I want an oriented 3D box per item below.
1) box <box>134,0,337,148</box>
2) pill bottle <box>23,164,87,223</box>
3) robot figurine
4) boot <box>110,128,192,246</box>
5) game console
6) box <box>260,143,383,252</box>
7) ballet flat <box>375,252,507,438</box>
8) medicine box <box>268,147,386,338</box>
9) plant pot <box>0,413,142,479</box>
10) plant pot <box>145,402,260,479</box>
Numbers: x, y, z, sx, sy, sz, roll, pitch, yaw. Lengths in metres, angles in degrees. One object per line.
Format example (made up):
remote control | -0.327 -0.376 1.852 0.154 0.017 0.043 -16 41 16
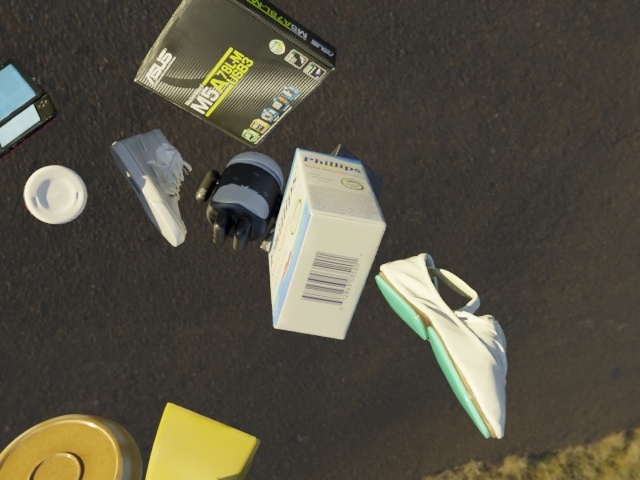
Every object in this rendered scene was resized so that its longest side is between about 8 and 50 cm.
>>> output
box | -0.107 -0.217 0.854 0.184 0.045 0.190 27 140 -26
pill bottle | -0.513 -0.087 1.326 0.108 0.180 0.108 -1 93 -24
robot figurine | -0.203 -0.108 1.860 0.173 0.278 0.209 -16 134 41
boot | -0.311 -0.118 1.399 0.123 0.258 0.095 -29 166 -23
game console | -0.551 -0.229 1.204 0.144 0.124 0.085 -38 138 -3
box | 0.005 -0.065 1.624 0.143 0.165 0.270 38 116 -10
ballet flat | 0.222 0.142 1.140 0.139 0.400 0.139 -11 125 -16
medicine box | 0.000 0.000 1.373 0.149 0.289 0.264 11 118 -13
plant pot | -0.377 0.345 0.990 0.236 0.236 0.032 -20 136 -14
plant pot | -0.269 0.500 1.470 0.212 0.187 0.212 21 145 2
